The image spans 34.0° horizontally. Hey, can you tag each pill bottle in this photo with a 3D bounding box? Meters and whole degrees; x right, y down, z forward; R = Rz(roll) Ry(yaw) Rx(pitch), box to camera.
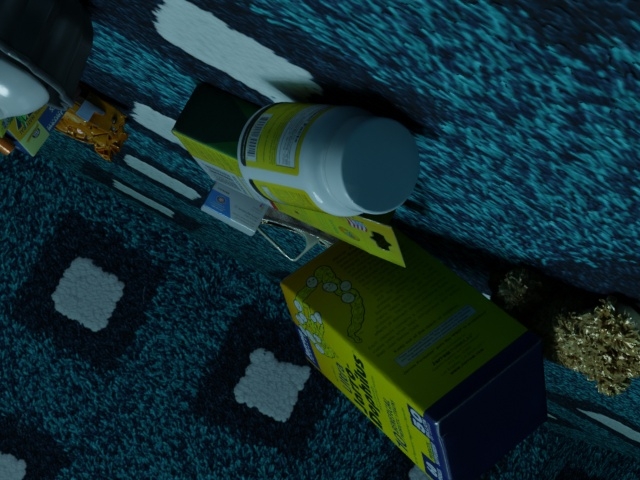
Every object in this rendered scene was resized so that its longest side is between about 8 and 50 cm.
[{"bbox_3d":[0.007,-0.089,1.138,0.119,0.119,0.208,32,171,-32],"label":"pill bottle"}]

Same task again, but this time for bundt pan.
[{"bbox_3d":[-0.411,-0.288,1.230,0.331,0.124,0.331,27,173,4],"label":"bundt pan"}]

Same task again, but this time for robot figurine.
[{"bbox_3d":[-0.476,-0.248,1.828,0.291,0.085,0.211,28,169,-3],"label":"robot figurine"}]

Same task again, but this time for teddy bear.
[{"bbox_3d":[0.349,0.134,1.463,0.338,0.113,0.245,20,167,43],"label":"teddy bear"}]

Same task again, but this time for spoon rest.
[{"bbox_3d":[-0.418,-0.188,1.241,0.137,0.084,0.276,31,158,-35],"label":"spoon rest"}]

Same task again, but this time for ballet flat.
[{"bbox_3d":[0.000,0.000,1.769,0.316,0.106,0.107,26,172,8],"label":"ballet flat"}]

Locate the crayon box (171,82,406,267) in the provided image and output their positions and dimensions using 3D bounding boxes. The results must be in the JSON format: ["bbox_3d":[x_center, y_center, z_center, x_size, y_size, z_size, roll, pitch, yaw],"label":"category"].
[{"bbox_3d":[-0.020,-0.082,1.393,0.319,0.081,0.202,26,170,15],"label":"crayon box"}]

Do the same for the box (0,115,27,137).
[{"bbox_3d":[-0.482,-0.198,1.410,0.179,0.043,0.105,26,165,-7],"label":"box"}]

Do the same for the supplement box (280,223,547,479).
[{"bbox_3d":[0.134,0.159,1.528,0.356,0.195,0.194,40,157,40],"label":"supplement box"}]

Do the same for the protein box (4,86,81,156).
[{"bbox_3d":[-0.515,-0.262,1.589,0.200,0.136,0.201,24,162,25],"label":"protein box"}]

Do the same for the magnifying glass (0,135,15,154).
[{"bbox_3d":[-0.543,-0.205,1.524,0.231,0.026,0.092,44,159,-27],"label":"magnifying glass"}]

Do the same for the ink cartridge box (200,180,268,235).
[{"bbox_3d":[-0.111,-0.082,1.560,0.089,0.122,0.052,28,168,-6],"label":"ink cartridge box"}]
